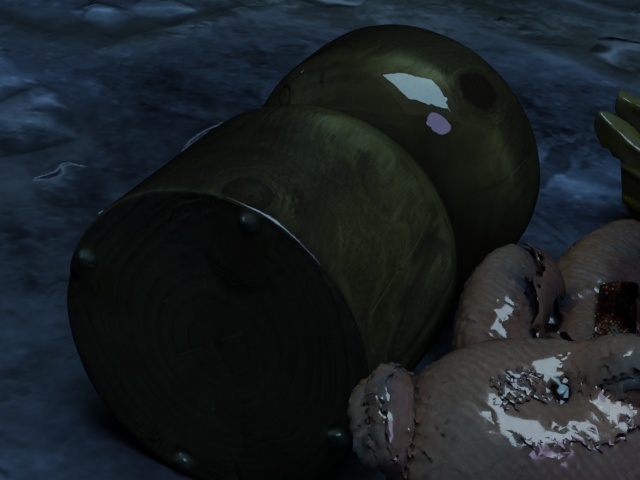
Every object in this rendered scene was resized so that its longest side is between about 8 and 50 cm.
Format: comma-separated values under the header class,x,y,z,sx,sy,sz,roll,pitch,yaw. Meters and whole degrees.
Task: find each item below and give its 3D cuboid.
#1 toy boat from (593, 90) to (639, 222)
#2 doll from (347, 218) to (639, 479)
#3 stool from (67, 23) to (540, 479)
class,x,y,z,sx,sy,sz,roll,pitch,yaw
toy boat,0.336,-0.028,1.095,0.310,0.115,0.089,25,35,23
doll,0.154,0.076,0.801,0.201,0.156,0.303,48,44,-3
stool,0.000,0.000,0.896,0.179,0.179,0.264,21,32,18
